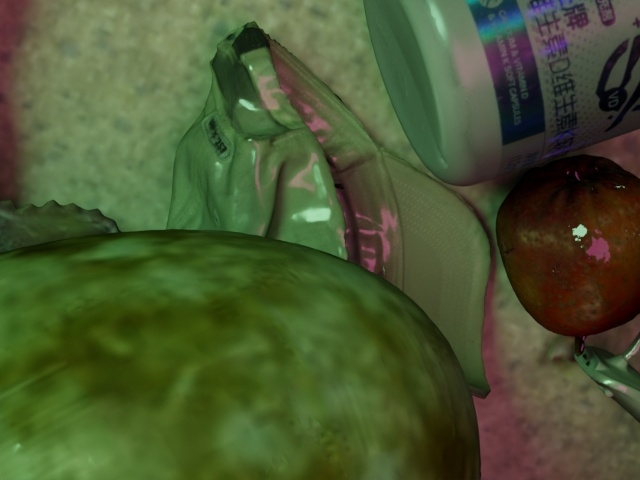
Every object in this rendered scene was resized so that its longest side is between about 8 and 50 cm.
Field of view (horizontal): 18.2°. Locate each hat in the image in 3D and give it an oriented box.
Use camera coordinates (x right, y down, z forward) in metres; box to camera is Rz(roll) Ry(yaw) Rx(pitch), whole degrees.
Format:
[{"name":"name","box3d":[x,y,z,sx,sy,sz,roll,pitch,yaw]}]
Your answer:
[{"name":"hat","box3d":[0.007,0.000,0.807,0.166,0.122,0.081,27,141,-32]}]

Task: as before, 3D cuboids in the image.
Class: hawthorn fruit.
[{"name":"hawthorn fruit","box3d":[0.109,0.003,0.826,0.077,0.077,0.077,-4,106,-13]}]

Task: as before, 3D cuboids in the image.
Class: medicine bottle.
[{"name":"medicine bottle","box3d":[0.120,-0.098,0.780,0.191,0.107,0.107,-19,108,-8]}]

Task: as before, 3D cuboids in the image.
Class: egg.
[{"name":"egg","box3d":[-0.078,0.113,0.693,0.289,0.238,0.238,-35,110,-2]}]

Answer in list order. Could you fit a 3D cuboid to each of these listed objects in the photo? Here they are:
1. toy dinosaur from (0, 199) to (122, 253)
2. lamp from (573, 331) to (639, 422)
[{"name":"toy dinosaur","box3d":[-0.148,-0.065,0.755,0.200,0.072,0.251,-11,98,-19]},{"name":"lamp","box3d":[0.184,-0.005,0.852,0.056,0.050,0.198,33,97,-16]}]
